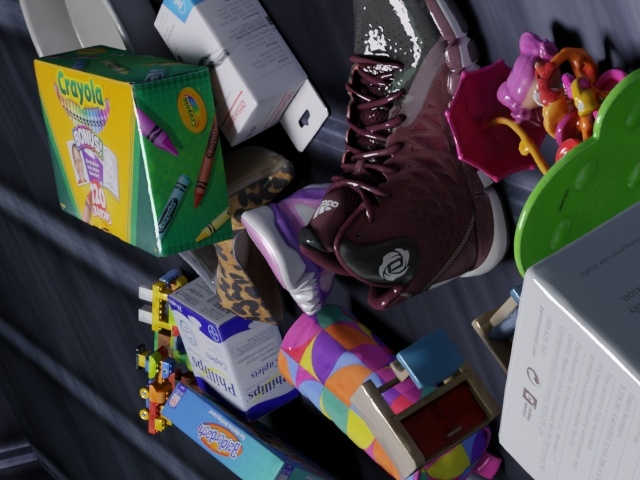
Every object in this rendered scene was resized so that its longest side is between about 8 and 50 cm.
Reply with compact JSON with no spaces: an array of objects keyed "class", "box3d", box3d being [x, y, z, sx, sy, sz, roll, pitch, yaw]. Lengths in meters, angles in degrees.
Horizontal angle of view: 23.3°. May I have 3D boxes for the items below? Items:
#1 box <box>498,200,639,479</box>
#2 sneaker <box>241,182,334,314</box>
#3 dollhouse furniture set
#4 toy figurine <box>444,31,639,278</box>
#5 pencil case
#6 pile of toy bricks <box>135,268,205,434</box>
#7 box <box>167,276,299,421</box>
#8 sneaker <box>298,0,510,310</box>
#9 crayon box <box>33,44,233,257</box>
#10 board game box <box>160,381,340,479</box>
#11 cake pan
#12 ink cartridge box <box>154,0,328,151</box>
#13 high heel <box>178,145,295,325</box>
[{"class":"box","box3d":[0.291,0.124,0.822,0.345,0.215,0.168,46,153,31]},{"class":"sneaker","box3d":[0.000,0.000,1.431,0.095,0.105,0.236,55,178,9]},{"class":"dollhouse furniture set","box3d":[0.144,0.104,1.131,0.129,0.184,0.129,55,156,13]},{"class":"toy figurine","box3d":[0.150,-0.078,1.032,0.159,0.130,0.173,51,135,43]},{"class":"pencil case","box3d":[0.059,0.153,1.471,0.236,0.104,0.104,40,149,40]},{"class":"pile of toy bricks","box3d":[-0.156,0.139,1.911,0.105,0.118,0.212,15,119,22]},{"class":"box","box3d":[-0.101,0.121,1.787,0.126,0.072,0.137,26,140,54]},{"class":"sneaker","box3d":[0.043,-0.067,1.168,0.106,0.163,0.281,22,136,56]},{"class":"crayon box","box3d":[-0.187,-0.095,1.517,0.278,0.081,0.165,21,122,60]},{"class":"board game box","box3d":[-0.065,0.249,1.779,0.160,0.047,0.210,33,177,-43]},{"class":"cake pan","box3d":[-0.243,-0.217,1.713,0.293,0.054,0.293,45,152,32]},{"class":"ink cartridge box","box3d":[-0.075,-0.160,1.428,0.180,0.060,0.104,57,156,8]},{"class":"high heel","box3d":[-0.051,0.001,1.581,0.186,0.093,0.261,43,148,-16]}]
